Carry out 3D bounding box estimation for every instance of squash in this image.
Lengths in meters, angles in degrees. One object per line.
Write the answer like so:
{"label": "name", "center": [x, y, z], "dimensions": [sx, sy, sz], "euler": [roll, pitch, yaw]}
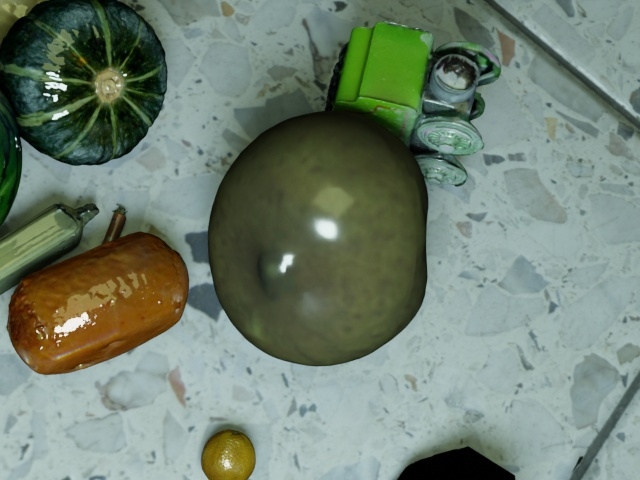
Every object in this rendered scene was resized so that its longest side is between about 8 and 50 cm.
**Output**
{"label": "squash", "center": [-0.348, -0.236, 1.497], "dimensions": [0.252, 0.165, 0.252], "euler": [-13, 112, -35]}

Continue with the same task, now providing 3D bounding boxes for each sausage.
{"label": "sausage", "center": [-0.310, 0.088, 1.448], "dimensions": [0.268, 0.153, 0.141], "euler": [-24, 74, -19]}

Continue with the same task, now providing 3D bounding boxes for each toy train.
{"label": "toy train", "center": [0.133, -0.204, 1.563], "dimensions": [0.249, 0.307, 0.173], "euler": [14, 72, 1]}

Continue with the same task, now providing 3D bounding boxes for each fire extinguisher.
{"label": "fire extinguisher", "center": [-0.314, -0.017, 1.551], "dimensions": [0.028, 0.022, 0.083], "euler": [8, 68, 22]}

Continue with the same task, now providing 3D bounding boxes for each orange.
{"label": "orange", "center": [-0.131, 0.311, 1.459], "dimensions": [0.085, 0.085, 0.085], "euler": [4, 72, -11]}

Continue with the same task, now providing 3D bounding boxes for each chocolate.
{"label": "chocolate", "center": [0.206, 0.439, 1.481], "dimensions": [0.224, 0.206, 0.177], "euler": [-51, 133, -11]}

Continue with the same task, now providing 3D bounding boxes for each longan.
{"label": "longan", "center": [0.000, 0.000, 1.441], "dimensions": [0.361, 0.361, 0.361], "euler": [4, 72, -11]}

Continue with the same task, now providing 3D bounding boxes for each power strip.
{"label": "power strip", "center": [-0.484, 0.050, 1.455], "dimensions": [0.387, 0.092, 0.066], "euler": [-34, 85, -20]}

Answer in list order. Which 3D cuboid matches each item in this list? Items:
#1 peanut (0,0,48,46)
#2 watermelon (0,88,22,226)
{"label": "peanut", "center": [-0.486, -0.354, 1.565], "dimensions": [0.290, 0.130, 0.130], "euler": [24, 69, -11]}
{"label": "watermelon", "center": [-0.571, -0.100, 1.349], "dimensions": [0.363, 0.363, 0.363], "euler": [4, 72, -11]}
